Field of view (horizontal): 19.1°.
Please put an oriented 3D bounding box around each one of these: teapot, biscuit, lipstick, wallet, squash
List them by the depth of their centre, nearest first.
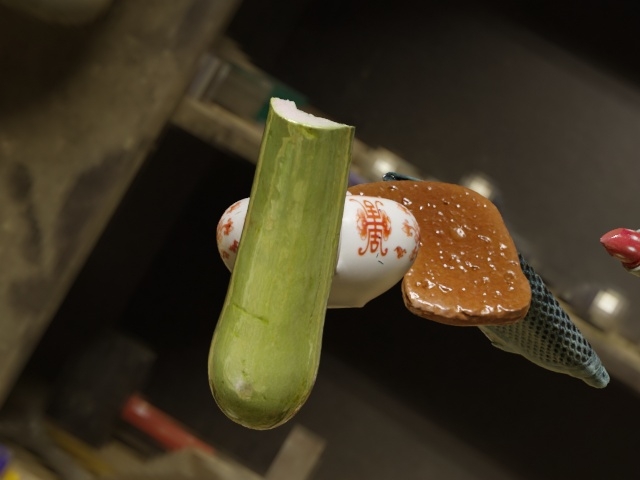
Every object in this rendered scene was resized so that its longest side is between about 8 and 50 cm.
[{"bbox_3d":[-0.025,0.020,1.339,0.083,0.250,0.083,11,22,-4],"label":"squash"},{"bbox_3d":[0.000,0.000,1.489,0.159,0.116,0.245,13,-8,-9],"label":"teapot"},{"bbox_3d":[0.327,0.025,1.733,0.186,0.057,0.063,23,32,-31],"label":"lipstick"},{"bbox_3d":[0.108,0.015,1.925,0.186,0.036,0.192,-2,46,-18],"label":"biscuit"},{"bbox_3d":[0.223,0.061,2.500,0.237,0.075,0.342,24,-22,53],"label":"wallet"}]
